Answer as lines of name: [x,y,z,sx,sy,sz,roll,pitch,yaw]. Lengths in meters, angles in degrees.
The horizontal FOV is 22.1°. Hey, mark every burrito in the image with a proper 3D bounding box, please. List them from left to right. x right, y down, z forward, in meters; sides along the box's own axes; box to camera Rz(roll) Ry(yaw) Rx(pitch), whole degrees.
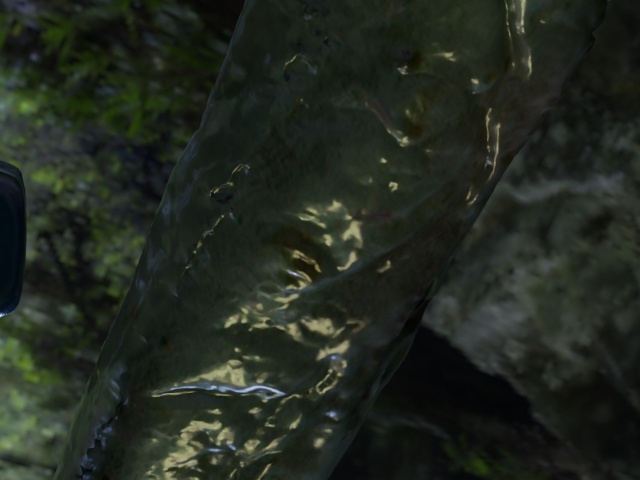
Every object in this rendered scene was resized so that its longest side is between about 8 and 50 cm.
burrito: [-0.002,0.001,0.475,0.309,0.096,0.066,-62,-149,30]

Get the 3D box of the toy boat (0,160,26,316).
toy boat: [-0.271,-0.002,0.684,0.062,0.299,0.096,-156,-112,-71]
